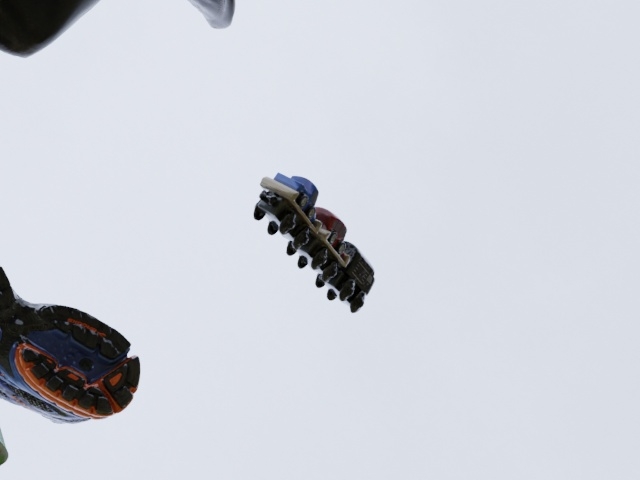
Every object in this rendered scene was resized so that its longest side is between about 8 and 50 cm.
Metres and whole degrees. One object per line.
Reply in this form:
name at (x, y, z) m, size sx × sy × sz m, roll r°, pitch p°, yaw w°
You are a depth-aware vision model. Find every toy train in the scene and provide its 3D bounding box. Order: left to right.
toy train at (0.000, 0.000, 1.095) m, size 0.036 × 0.027 × 0.158 m, roll -57°, pitch -28°, yaw -9°

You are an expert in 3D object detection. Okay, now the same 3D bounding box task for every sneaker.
sneaker at (-0.231, 0.061, 1.277) m, size 0.221 × 0.083 × 0.087 m, roll 36°, pitch -36°, yaw -8°

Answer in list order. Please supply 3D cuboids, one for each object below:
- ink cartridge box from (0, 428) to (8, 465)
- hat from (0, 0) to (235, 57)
ink cartridge box at (-0.253, 0.074, 0.947) m, size 0.154 × 0.212 × 0.093 m, roll -36°, pitch -60°, yaw -1°
hat at (-0.215, -0.208, 1.232) m, size 0.134 × 0.331 × 0.331 m, roll -52°, pitch -54°, yaw -3°
